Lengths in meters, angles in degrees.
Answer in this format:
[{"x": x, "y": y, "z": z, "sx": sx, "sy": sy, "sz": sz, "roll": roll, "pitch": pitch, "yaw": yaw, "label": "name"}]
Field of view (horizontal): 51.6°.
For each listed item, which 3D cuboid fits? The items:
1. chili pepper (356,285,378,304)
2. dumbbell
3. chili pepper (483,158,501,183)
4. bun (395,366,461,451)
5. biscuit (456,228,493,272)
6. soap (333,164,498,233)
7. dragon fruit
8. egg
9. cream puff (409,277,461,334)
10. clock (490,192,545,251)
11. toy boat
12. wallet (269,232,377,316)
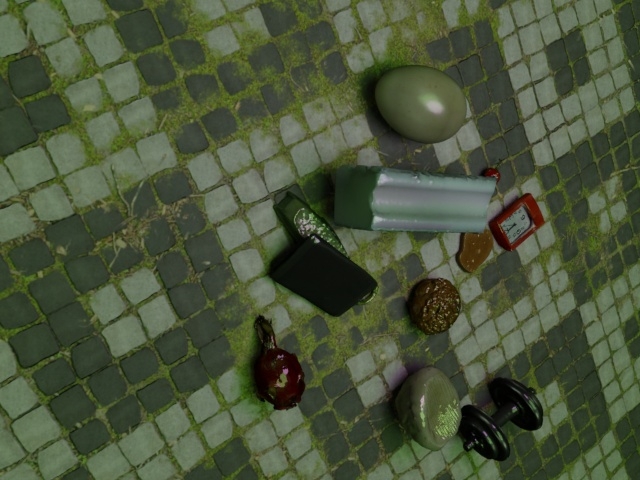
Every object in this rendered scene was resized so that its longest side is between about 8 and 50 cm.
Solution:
[{"x": 0.129, "y": 0.150, "z": 1.781, "sx": 0.083, "sy": 0.017, "sz": 0.030, "roll": -46, "pitch": 114, "yaw": -19, "label": "chili pepper"}, {"x": 0.529, "y": 0.524, "z": 1.946, "sx": 0.290, "sy": 0.192, "sz": 0.192, "roll": -33, "pitch": 110, "yaw": -21, "label": "dumbbell"}, {"x": 0.477, "y": -0.154, "z": 1.911, "sx": 0.059, "sy": 0.050, "sz": 0.191, "roll": 30, "pitch": 89, "yaw": -45, "label": "chili pepper"}, {"x": 0.288, "y": 0.466, "z": 1.838, "sx": 0.231, "sy": 0.133, "sz": 0.231, "roll": 12, "pitch": 74, "yaw": -47, "label": "bun"}, {"x": 0.447, "y": 0.019, "z": 1.933, "sx": 0.140, "sy": 0.023, "sz": 0.118, "roll": -43, "pitch": 113, "yaw": -17, "label": "biscuit"}, {"x": 0.253, "y": -0.102, "z": 1.677, "sx": 0.446, "sy": 0.261, "sz": 0.156, "roll": 0, "pitch": 96, "yaw": -30, "label": "soap"}, {"x": -0.113, "y": 0.300, "z": 1.626, "sx": 0.125, "sy": 0.125, "sz": 0.246, "roll": -13, "pitch": 86, "yaw": -13, "label": "dragon fruit"}, {"x": 0.255, "y": -0.350, "z": 1.688, "sx": 0.254, "sy": 0.188, "sz": 0.188, "roll": 17, "pitch": 88, "yaw": -21, "label": "egg"}, {"x": 0.324, "y": 0.183, "z": 1.834, "sx": 0.150, "sy": 0.115, "sz": 0.165, "roll": 2, "pitch": 95, "yaw": -33, "label": "cream puff"}, {"x": 0.583, "y": -0.055, "z": 1.979, "sx": 0.155, "sy": 0.061, "sz": 0.113, "roll": -39, "pitch": 112, "yaw": -15, "label": "clock"}, {"x": 0.000, "y": 0.000, "z": 1.670, "sx": 0.093, "sy": 0.055, "sz": 0.293, "roll": -46, "pitch": 115, "yaw": -13, "label": "toy boat"}, {"x": 0.010, "y": 0.091, "z": 1.654, "sx": 0.245, "sy": 0.052, "sz": 0.168, "roll": 36, "pitch": 116, "yaw": -29, "label": "wallet"}]
